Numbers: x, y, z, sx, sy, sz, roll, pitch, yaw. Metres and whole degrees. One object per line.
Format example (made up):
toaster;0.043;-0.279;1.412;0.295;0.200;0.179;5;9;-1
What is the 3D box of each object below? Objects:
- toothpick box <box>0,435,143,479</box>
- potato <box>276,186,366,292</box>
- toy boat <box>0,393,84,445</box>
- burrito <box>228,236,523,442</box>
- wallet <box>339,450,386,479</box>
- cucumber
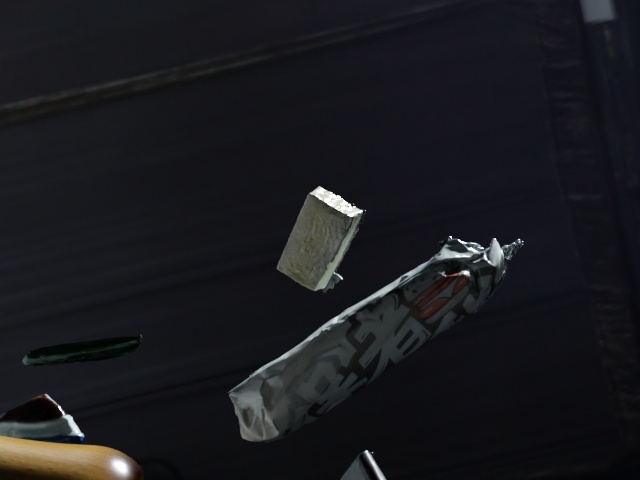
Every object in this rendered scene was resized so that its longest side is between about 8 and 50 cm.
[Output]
toothpick box;-0.342;0.258;1.070;0.192;0.294;0.192;16;90;-88
potato;-0.001;0.002;1.344;0.122;0.086;0.061;-64;163;11
toy boat;-0.420;0.307;1.459;0.114;0.262;0.115;-8;65;-55
burrito;0.076;0.114;1.335;0.101;0.445;0.139;56;-3;9
wallet;0.090;0.471;1.476;0.045;0.172;0.318;18;26;-39
cucumber;-0.359;0.169;1.575;0.036;0.184;0.033;-98;-178;-58
